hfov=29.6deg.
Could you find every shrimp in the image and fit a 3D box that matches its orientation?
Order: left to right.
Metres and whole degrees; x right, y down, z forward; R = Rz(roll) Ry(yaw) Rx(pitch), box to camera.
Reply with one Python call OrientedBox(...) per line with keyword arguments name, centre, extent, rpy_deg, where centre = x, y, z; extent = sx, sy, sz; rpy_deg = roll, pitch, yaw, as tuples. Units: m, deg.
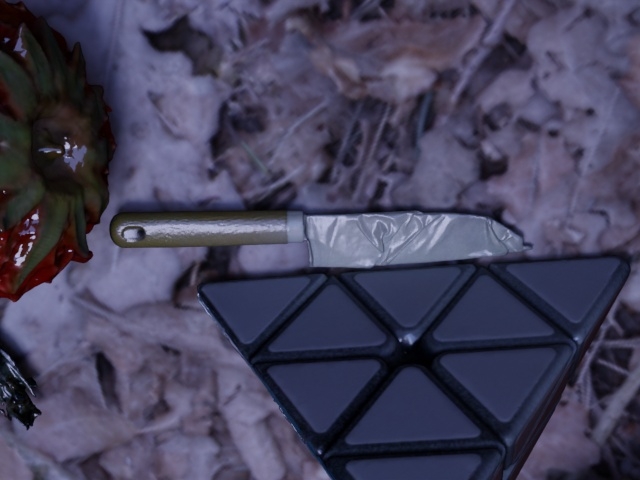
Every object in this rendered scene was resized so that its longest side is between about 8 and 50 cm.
OrientedBox(name="shrimp", centre=(-0.274, 0.086, 0.896), extent=(0.161, 0.034, 0.091), rpy_deg=(44, 115, 0))

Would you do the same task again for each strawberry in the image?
OrientedBox(name="strawberry", centre=(-0.266, -0.062, 0.797), extent=(0.244, 0.205, 0.205), rpy_deg=(2, 105, 27))

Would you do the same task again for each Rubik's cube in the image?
OrientedBox(name="Rubik's cube", centre=(0.066, 0.129, 0.816), extent=(0.228, 0.233, 0.228), rpy_deg=(15, 152, -36))

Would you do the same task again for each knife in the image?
OrientedBox(name="knife", centre=(0.000, -0.001, 0.855), extent=(0.297, 0.017, 0.047), rpy_deg=(-1, 106, 1))
